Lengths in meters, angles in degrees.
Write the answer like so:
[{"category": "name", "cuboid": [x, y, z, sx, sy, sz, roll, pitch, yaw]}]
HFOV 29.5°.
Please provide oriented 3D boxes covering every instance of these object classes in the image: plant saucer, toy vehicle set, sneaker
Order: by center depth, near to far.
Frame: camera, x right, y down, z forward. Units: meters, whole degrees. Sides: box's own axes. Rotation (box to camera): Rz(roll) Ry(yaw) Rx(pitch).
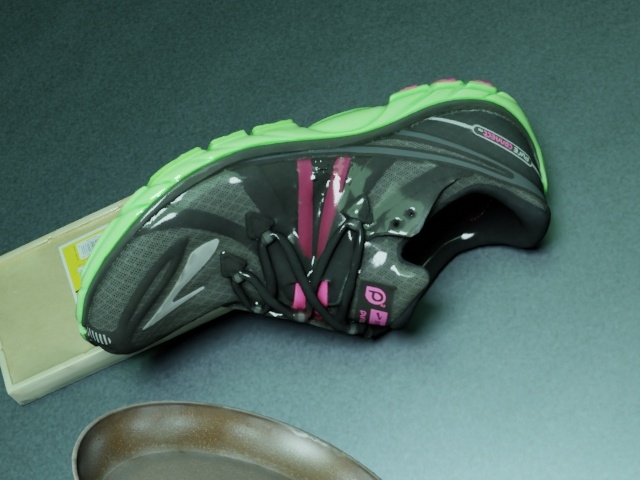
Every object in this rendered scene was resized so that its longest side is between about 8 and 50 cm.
[{"category": "plant saucer", "cuboid": [-0.062, 0.234, 1.021, 0.310, 0.310, 0.050, 29, 110, 27]}, {"category": "sneaker", "cuboid": [0.000, 0.000, 1.145, 0.483, 0.185, 0.202, -22, 62, -7]}, {"category": "toy vehicle set", "cuboid": [-0.223, 0.046, 1.285, 0.267, 0.035, 0.166, -24, 58, 1]}]
